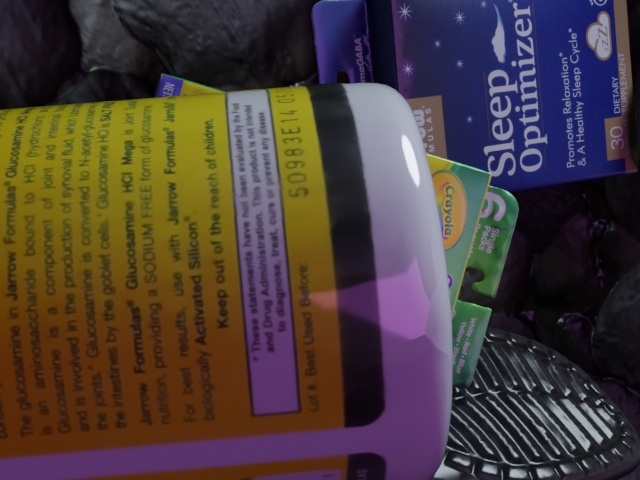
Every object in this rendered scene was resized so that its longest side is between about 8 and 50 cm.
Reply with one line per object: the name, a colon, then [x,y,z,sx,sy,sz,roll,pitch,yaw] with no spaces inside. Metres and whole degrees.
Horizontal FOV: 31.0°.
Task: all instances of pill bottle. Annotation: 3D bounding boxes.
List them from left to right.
pill bottle: [-0.120,0.033,0.518,0.334,0.188,0.187,-5,96,-4]

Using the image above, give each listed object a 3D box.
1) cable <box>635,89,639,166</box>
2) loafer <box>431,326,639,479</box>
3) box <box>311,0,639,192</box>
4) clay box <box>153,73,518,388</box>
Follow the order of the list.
cable: [0.248,-0.191,0.805,0.139,0.072,0.287,-13,111,-57]
loafer: [0.030,0.147,0.696,0.366,0.133,0.130,-4,133,-28]
box: [0.107,-0.096,0.747,0.225,0.036,0.136,-10,99,-25]
clay box: [0.000,0.000,0.651,0.222,0.053,0.127,16,87,-5]
